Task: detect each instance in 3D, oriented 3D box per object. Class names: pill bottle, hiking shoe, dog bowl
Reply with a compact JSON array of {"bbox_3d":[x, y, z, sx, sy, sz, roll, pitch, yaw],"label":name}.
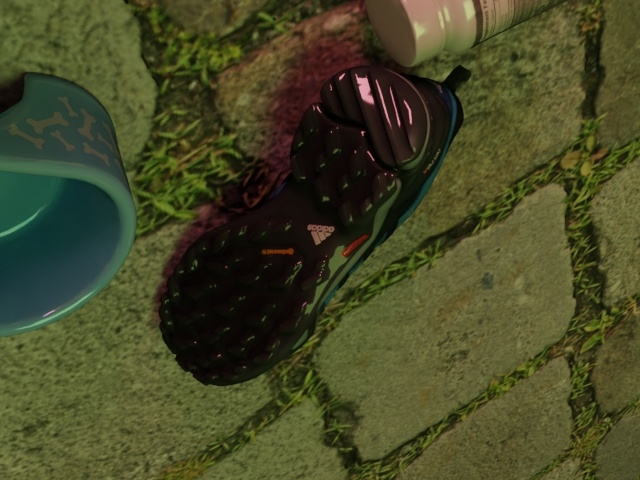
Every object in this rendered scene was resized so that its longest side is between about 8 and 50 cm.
[{"bbox_3d":[0.103,-0.172,0.756,0.137,0.078,0.078,-27,145,-14],"label":"pill bottle"},{"bbox_3d":[0.000,0.000,0.844,0.304,0.113,0.132,-47,163,30],"label":"hiking shoe"},{"bbox_3d":[-0.233,-0.016,0.642,0.297,0.074,0.166,5,129,-45],"label":"dog bowl"}]
